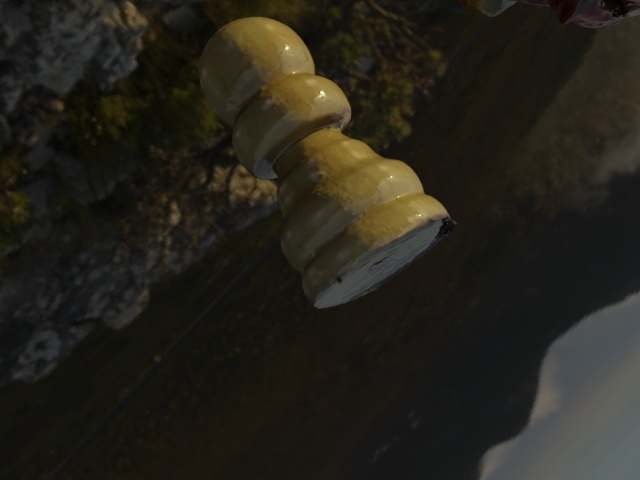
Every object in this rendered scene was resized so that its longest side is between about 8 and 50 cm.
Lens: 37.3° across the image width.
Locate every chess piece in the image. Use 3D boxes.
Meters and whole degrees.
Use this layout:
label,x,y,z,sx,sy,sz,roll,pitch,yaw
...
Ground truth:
label,x,y,z,sx,sy,sz,roll,pitch,yaw
chess piece,-0.012,-0.079,0.827,0.143,0.261,0.143,-31,165,-9

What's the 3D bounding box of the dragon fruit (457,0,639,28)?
label,x,y,z,sx,sy,sz,roll,pitch,yaw
dragon fruit,0.149,-0.241,0.499,0.314,0.296,0.263,-115,-137,-59
